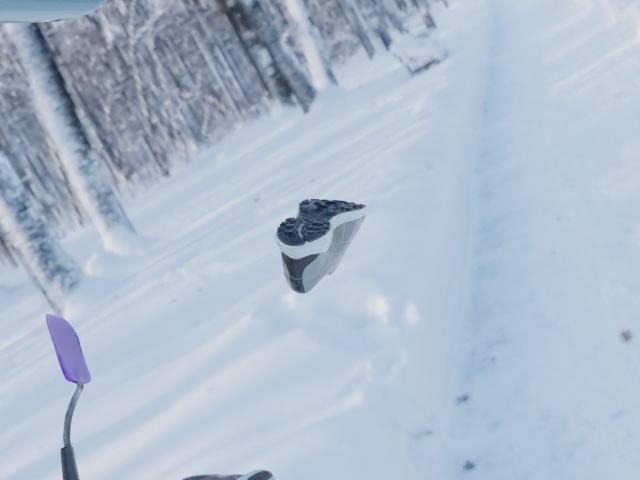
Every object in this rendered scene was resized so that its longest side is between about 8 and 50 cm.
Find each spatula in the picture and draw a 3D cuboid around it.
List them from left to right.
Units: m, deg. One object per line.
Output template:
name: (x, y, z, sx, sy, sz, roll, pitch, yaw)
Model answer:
spatula: (-0.321, 0.243, 1.326, 0.030, 0.296, 0.084, -8, -12, 11)

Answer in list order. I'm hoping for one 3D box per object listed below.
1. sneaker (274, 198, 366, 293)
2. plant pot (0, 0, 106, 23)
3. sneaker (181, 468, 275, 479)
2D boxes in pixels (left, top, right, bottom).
sneaker: (-0.001, 0.000, 1.654, 0.100, 0.108, 0.271, 7, 21, 20)
plant pot: (-0.365, -0.356, 1.016, 0.341, 0.341, 0.334, -25, -2, 25)
sneaker: (-0.206, 0.417, 1.541, 0.162, 0.106, 0.281, -9, -2, 42)
